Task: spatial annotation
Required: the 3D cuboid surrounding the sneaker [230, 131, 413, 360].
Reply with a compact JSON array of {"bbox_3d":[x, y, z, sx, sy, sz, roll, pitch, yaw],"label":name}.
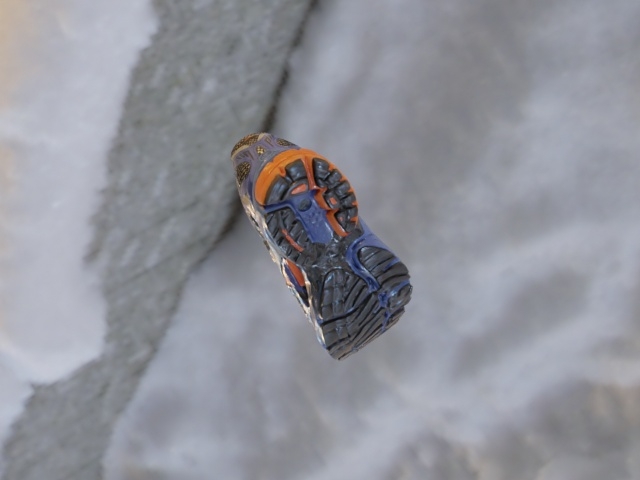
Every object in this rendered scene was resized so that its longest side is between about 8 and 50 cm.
[{"bbox_3d":[0.000,0.000,1.217,0.087,0.083,0.221,48,166,43],"label":"sneaker"}]
